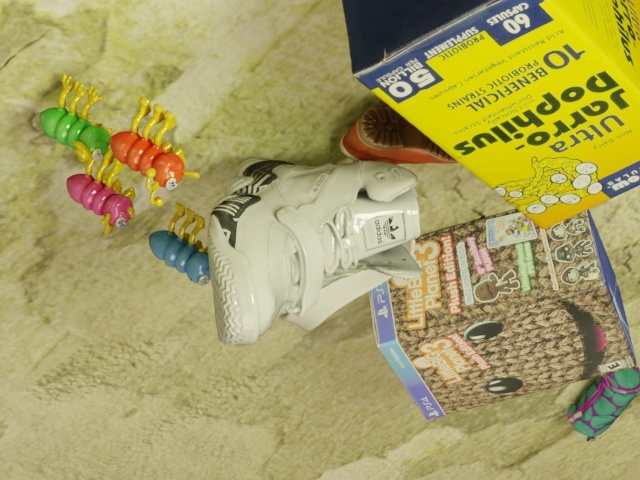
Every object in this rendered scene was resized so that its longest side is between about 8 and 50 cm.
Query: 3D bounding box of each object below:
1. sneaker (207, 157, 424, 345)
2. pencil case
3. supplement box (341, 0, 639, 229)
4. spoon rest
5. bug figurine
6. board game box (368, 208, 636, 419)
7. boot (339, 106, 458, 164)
[{"bbox_3d":[0.000,0.000,1.777,0.210,0.366,0.137,-2,111,6],"label":"sneaker"},{"bbox_3d":[0.418,0.233,2.461,0.070,0.064,0.152,-11,150,-25],"label":"pencil case"},{"bbox_3d":[0.197,-0.192,1.648,0.194,0.195,0.356,-26,143,27],"label":"supplement box"},{"bbox_3d":[0.018,0.033,2.048,0.137,0.084,0.276,24,141,-10],"label":"spoon rest"},{"bbox_3d":[-0.201,-0.056,1.790,0.216,0.072,0.279,29,156,24],"label":"bug figurine"},{"bbox_3d":[0.231,0.089,2.134,0.291,0.141,0.232,-16,146,13],"label":"board game box"},{"bbox_3d":[0.100,-0.111,1.891,0.158,0.059,0.084,8,159,-24],"label":"boot"}]
